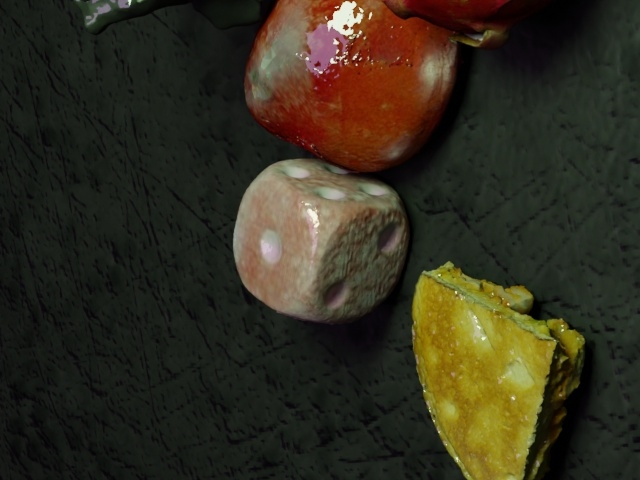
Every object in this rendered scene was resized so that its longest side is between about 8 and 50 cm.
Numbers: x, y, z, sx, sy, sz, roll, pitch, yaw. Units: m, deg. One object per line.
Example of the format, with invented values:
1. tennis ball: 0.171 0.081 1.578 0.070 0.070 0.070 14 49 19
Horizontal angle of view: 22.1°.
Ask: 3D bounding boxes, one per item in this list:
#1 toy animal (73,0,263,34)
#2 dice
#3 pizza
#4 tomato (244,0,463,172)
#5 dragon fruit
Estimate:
1. toy animal: -0.099 -0.212 1.135 0.146 0.245 0.114 -3 122 14
2. dice: 0.000 0.000 1.147 0.093 0.091 0.094 34 121 41
3. pizza: 0.121 0.092 1.055 0.134 0.046 0.175 -20 81 49
4. tomato: 0.003 -0.136 1.119 0.189 0.099 0.173 42 127 39
5. dragon fruit: 0.096 -0.183 0.988 0.166 0.136 0.133 3 89 29
